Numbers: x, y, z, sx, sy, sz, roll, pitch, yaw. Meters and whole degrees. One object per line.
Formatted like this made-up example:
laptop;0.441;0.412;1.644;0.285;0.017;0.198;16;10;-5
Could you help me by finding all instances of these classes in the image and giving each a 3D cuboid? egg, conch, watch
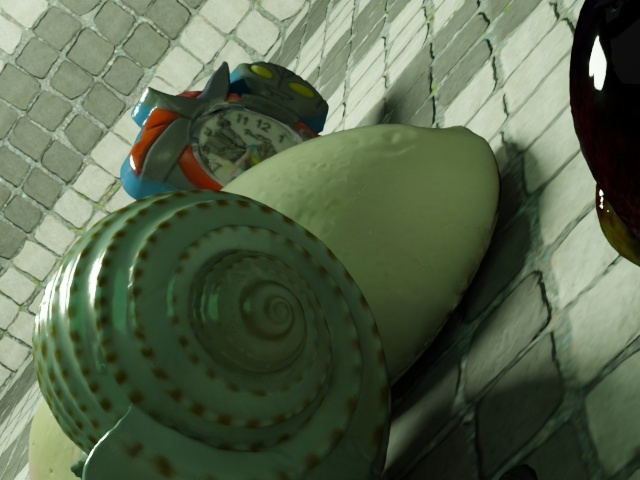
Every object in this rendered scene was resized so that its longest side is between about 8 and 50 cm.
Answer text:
egg;0.000;0.002;0.969;0.286;0.174;0.264;-50;18;4
conch;-0.064;0.136;0.777;0.319;0.215;0.302;94;176;-61
watch;-0.113;-0.049;1.403;0.305;0.241;0.274;-70;7;-48

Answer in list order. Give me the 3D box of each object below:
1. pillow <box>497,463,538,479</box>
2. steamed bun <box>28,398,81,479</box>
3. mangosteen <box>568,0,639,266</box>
pillow;0.067;0.180;0.465;0.186;0.106;0.250;-49;9;-5
steamed bun;-0.157;0.195;1.080;0.239;0.170;0.152;-41;42;51
mangosteen;0.186;-0.042;0.487;0.230;0.194;0.194;95;-165;-51
